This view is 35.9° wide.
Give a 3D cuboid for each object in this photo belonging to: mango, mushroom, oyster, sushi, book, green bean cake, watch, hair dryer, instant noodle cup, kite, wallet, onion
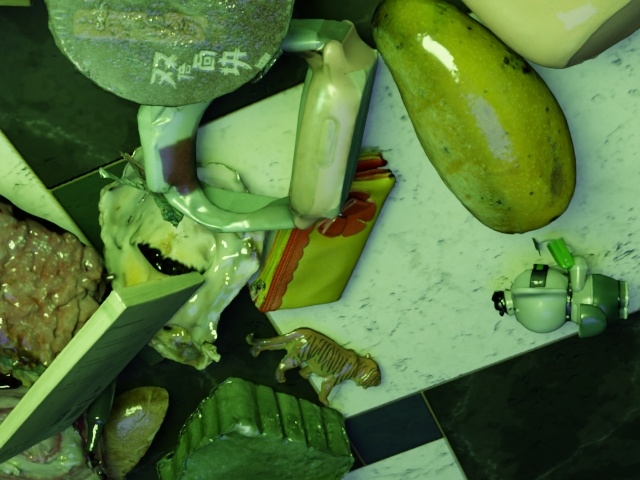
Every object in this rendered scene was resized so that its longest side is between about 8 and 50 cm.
[{"bbox_3d":[0.184,-0.149,1.132,0.176,0.176,0.330,-2,134,34],"label":"mango"},{"bbox_3d":[-0.309,0.300,1.508,0.094,0.072,0.210,28,122,-22],"label":"mushroom"},{"bbox_3d":[-0.178,0.017,1.256,0.275,0.100,0.271,42,113,-19],"label":"oyster"},{"bbox_3d":[-0.390,0.040,1.155,0.270,0.171,0.236,39,157,-27],"label":"sushi"},{"bbox_3d":[-0.266,0.149,1.152,0.283,0.025,0.215,-47,171,14],"label":"book"},{"bbox_3d":[-0.108,0.344,1.557,0.255,0.132,0.241,22,124,-27],"label":"green bean cake"},{"bbox_3d":[-0.075,-0.129,1.093,0.241,0.162,0.253,14,116,6],"label":"watch"},{"bbox_3d":[-0.298,0.174,1.319,0.050,0.195,0.173,-8,141,36],"label":"hair dryer"},{"bbox_3d":[-0.144,-0.267,0.922,0.217,0.207,0.217,-7,133,-8],"label":"instant noodle cup"},{"bbox_3d":[-0.197,-0.058,1.116,0.011,0.139,0.156,-48,152,12],"label":"kite"},{"bbox_3d":[0.000,0.000,1.280,0.141,0.067,0.241,-10,139,-32],"label":"wallet"},{"bbox_3d":[-0.443,0.234,1.379,0.279,0.146,0.314,0,141,5],"label":"onion"}]

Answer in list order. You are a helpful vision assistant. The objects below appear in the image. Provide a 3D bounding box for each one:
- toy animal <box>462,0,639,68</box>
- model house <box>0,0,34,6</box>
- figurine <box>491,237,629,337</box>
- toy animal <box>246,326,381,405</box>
[{"bbox_3d":[0.226,-0.299,0.987,0.213,0.256,0.195,-42,173,-26],"label":"toy animal"},{"bbox_3d":[-0.388,-0.224,0.904,0.243,0.211,0.204,-1,134,-12],"label":"model house"},{"bbox_3d":[0.345,0.083,1.429,0.192,0.126,0.147,-3,145,12],"label":"figurine"},{"bbox_3d":[-0.009,0.178,1.482,0.241,0.057,0.099,34,111,-34],"label":"toy animal"}]
